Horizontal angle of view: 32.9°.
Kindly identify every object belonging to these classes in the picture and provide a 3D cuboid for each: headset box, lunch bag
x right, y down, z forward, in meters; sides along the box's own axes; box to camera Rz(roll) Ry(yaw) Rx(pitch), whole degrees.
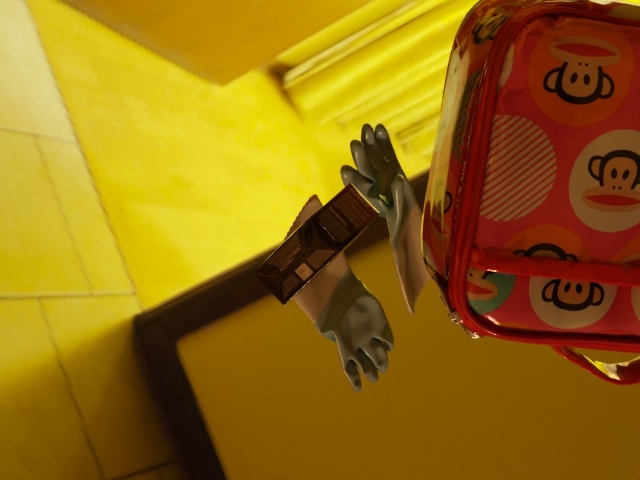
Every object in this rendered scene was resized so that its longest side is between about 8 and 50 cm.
[{"bbox_3d":[0.000,0.000,0.732,0.032,0.062,0.083,46,32,0],"label":"headset box"},{"bbox_3d":[0.216,-0.025,0.726,0.120,0.293,0.258,-117,-147,-70],"label":"lunch bag"}]

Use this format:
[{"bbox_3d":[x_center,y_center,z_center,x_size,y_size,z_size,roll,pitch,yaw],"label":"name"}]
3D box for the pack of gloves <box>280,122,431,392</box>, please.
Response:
[{"bbox_3d":[0.058,0.021,1.005,0.195,0.046,0.232,-61,142,-28],"label":"pack of gloves"}]
